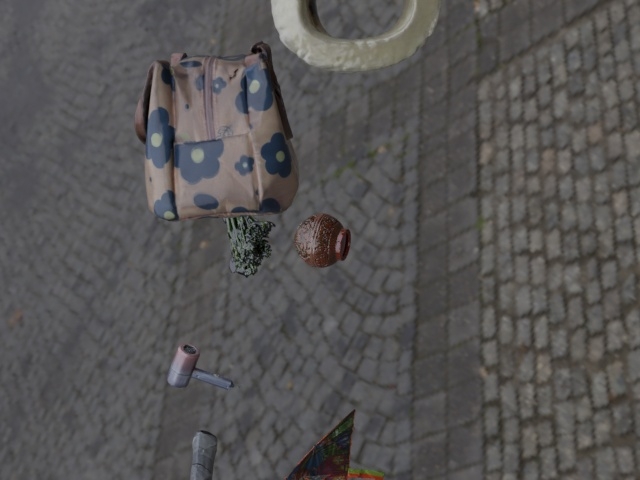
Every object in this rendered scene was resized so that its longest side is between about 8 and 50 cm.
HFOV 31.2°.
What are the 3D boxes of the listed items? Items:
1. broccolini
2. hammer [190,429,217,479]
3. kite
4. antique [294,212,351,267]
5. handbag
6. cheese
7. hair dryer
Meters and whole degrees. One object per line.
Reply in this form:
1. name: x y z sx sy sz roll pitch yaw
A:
1. broccolini: -0.151 -0.038 1.790 0.271 0.062 0.123 46 124 44
2. hammer: -0.180 0.414 1.742 0.044 0.152 0.427 -57 11 17
3. kite: 0.022 0.332 1.621 0.010 0.159 0.190 20 109 61
4. antique: 0.000 0.000 2.070 0.104 0.104 0.104 -34 40 34
5. handbag: -0.123 -0.139 1.404 0.251 0.190 0.193 -91 -1 -76
6. cheese: 0.060 -0.460 1.996 0.153 0.292 0.332 -105 15 -83
7. hair dryer: -0.177 0.208 1.792 0.037 0.114 0.063 -87 19 -64
